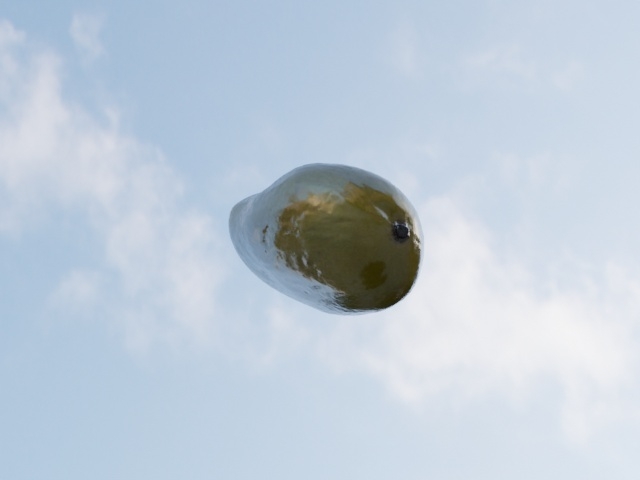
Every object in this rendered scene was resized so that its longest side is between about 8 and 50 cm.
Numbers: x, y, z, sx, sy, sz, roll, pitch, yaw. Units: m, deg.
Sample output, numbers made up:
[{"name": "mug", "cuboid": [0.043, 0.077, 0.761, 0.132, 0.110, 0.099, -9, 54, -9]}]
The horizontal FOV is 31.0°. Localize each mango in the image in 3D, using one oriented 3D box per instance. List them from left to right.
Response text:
[{"name": "mango", "cuboid": [0.007, 0.005, 1.342, 0.195, 0.331, 0.142, 45, -110, -11]}]
